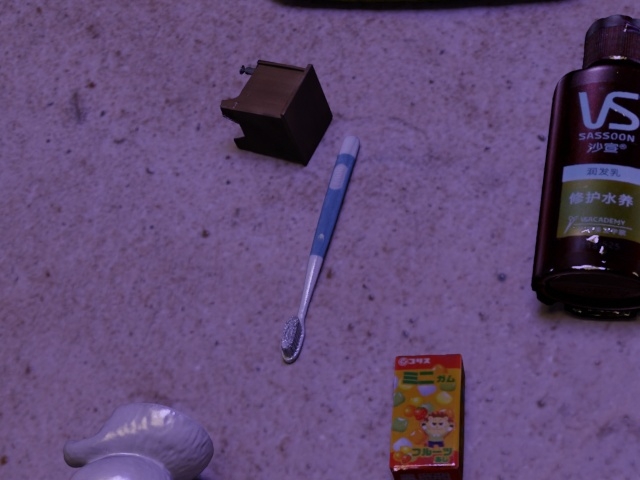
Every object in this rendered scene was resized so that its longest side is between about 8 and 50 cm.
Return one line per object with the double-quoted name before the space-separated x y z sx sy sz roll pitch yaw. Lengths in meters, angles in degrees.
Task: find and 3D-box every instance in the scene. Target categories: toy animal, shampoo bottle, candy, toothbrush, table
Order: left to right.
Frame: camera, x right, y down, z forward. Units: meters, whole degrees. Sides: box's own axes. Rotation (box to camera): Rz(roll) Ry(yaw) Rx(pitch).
"toy animal" -0.180 0.259 1.474 0.131 0.104 0.221 6 54 15
"table" -0.047 -0.135 1.759 0.082 0.083 0.070 13 59 26
"toothbrush" 0.000 0.000 1.680 0.019 0.025 0.275 5 55 17
"candy" 0.097 0.162 1.527 0.062 0.038 0.122 -3 53 10
"shampoo bottle" 0.280 -0.079 1.641 0.129 0.084 0.323 4 54 12

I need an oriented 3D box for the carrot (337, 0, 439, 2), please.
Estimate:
"carrot" 0.112 -0.295 1.852 0.358 0.074 0.074 -3 53 12
